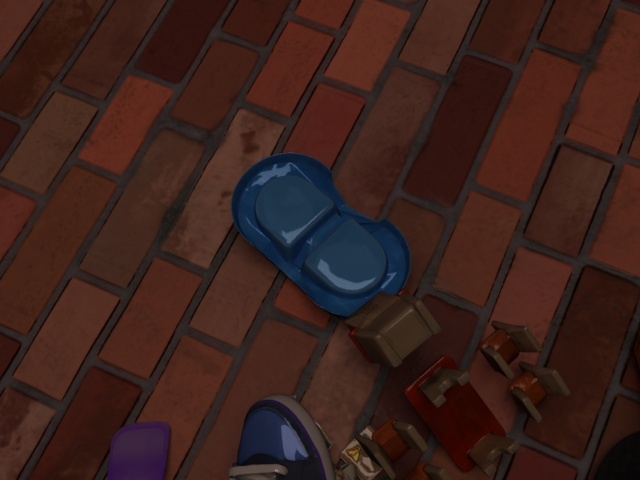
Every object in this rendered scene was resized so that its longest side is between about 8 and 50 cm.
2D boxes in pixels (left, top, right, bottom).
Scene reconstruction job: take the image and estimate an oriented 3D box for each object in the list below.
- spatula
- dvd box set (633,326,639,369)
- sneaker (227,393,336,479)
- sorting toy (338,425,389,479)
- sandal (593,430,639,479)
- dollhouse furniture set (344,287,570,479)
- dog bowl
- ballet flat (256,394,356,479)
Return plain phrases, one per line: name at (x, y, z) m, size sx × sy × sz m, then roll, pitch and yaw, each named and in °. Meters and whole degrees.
spatula at (-0.252, 0.356, 1.125) m, size 0.084 × 0.030 × 0.296 m, roll -3°, pitch 36°, yaw 2°
dvd box set at (0.588, 0.277, 1.063) m, size 0.308 × 0.062 × 0.420 m, roll 1°, pitch 43°, yaw 0°
sneaker at (-0.087, 0.355, 1.030) m, size 0.130 × 0.236 × 0.322 m, roll -10°, pitch 83°, yaw 31°
sorting toy at (0.074, 0.304, 1.197) m, size 0.062 × 0.012 × 0.083 m, roll -41°, pitch 71°, yaw -14°
sandal at (0.441, 0.434, 1.042) m, size 0.168 × 0.107 × 0.445 m, roll -15°, pitch 42°, yaw 10°
dollhouse furniture set at (0.152, 0.192, 1.166) m, size 0.262 × 0.135 × 0.259 m, roll -38°, pitch 101°, yaw -12°
dog bowl at (0.000, 0.000, 1.294) m, size 0.297 × 0.074 × 0.166 m, roll 41°, pitch 75°, yaw 18°
ballet flat at (0.000, 0.302, 1.169) m, size 0.077 × 0.091 × 0.241 m, roll -25°, pitch 70°, yaw -40°
